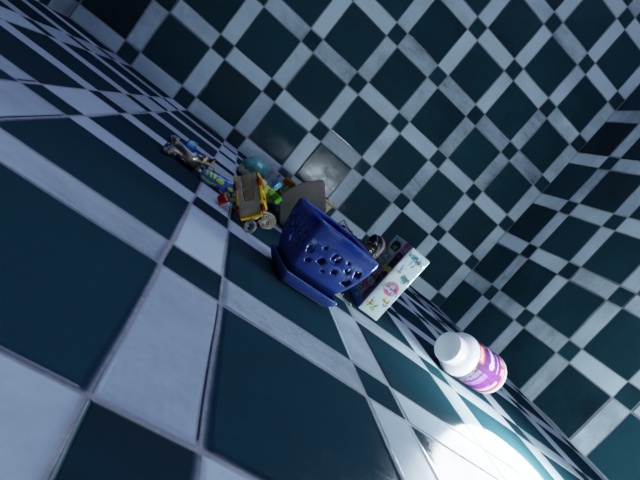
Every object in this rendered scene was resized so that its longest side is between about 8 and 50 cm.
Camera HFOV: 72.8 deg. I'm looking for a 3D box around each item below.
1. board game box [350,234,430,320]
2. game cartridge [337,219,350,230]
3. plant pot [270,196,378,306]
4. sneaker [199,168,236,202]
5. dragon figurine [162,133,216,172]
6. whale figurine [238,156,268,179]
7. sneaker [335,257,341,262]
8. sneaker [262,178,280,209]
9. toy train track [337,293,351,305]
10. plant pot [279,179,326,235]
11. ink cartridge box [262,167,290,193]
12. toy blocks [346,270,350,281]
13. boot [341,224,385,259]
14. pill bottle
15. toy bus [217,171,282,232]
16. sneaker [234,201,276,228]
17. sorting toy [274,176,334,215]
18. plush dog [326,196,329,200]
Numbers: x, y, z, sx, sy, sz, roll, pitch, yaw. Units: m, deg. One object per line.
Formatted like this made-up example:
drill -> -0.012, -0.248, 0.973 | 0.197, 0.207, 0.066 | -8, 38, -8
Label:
board game box -> 0.263, 0.140, 1.709 | 0.098, 0.303, 0.224 | 38, 7, -11
game cartridge -> 0.205, 0.038, 2.655 | 0.354, 0.068, 0.230 | 60, 11, -1
plant pot -> -0.008, 0.044, 1.289 | 0.236, 0.212, 0.236 | 35, 8, -27
sneaker -> -0.363, -0.210, 1.632 | 0.188, 0.067, 0.078 | 34, 15, -20
dragon figurine -> -0.483, -0.324, 1.647 | 0.144, 0.085, 0.289 | 41, 8, 5
whale figurine -> -0.351, -0.388, 2.508 | 0.216, 0.141, 0.272 | 43, 7, 25
sneaker -> 0.097, 0.084, 2.111 | 0.221, 0.087, 0.128 | 58, -12, -5
sneaker -> -0.275, -0.226, 2.212 | 0.240, 0.091, 0.126 | 43, -13, 40
toy train track -> 0.082, 0.203, 1.564 | 0.083, 0.014, 0.048 | 42, 8, 18
plant pot -> -0.089, -0.137, 1.970 | 0.191, 0.283, 0.284 | 2, 14, -7
ink cartridge box -> -0.236, -0.278, 2.374 | 0.208, 0.153, 0.087 | 46, 9, 38
toy blocks -> 0.141, 0.170, 1.919 | 0.123, 0.054, 0.148 | 39, 7, 4
boot -> 0.210, 0.017, 2.443 | 0.284, 0.138, 0.377 | 41, 38, -12
pill bottle -> 0.614, 0.497, 1.794 | 0.323, 0.181, 0.181 | 35, 8, -31
toy bus -> -0.230, -0.128, 1.475 | 0.191, 0.202, 0.104 | 33, -11, 20
sneaker -> -0.238, -0.102, 1.607 | 0.071, 0.066, 0.188 | 44, 7, 36
sorting toy -> -0.107, -0.172, 2.125 | 0.307, 0.229, 0.041 | 34, 26, -38
plush dog -> -0.064, -0.202, 2.481 | 0.211, 0.225, 0.262 | 33, 10, -45
